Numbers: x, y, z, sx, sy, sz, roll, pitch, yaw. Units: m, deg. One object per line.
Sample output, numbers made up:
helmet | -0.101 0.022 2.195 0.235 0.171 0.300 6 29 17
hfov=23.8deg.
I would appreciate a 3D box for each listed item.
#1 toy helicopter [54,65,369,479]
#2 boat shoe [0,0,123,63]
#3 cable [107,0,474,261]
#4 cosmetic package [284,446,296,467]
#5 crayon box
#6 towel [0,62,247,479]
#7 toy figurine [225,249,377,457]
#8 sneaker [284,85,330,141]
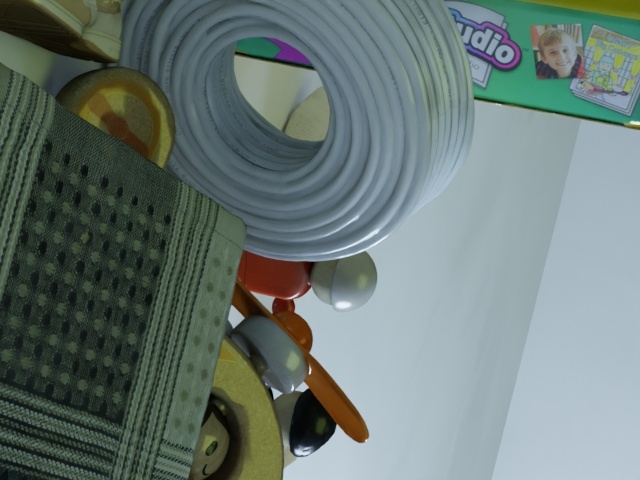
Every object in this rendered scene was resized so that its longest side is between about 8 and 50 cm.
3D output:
toy helicopter | -0.100 0.056 1.028 0.235 0.140 0.355 -14 101 -27
boat shoe | -0.161 -0.150 0.916 0.170 0.063 0.059 22 77 -82
cable | -0.023 -0.108 1.036 0.089 0.257 0.257 -46 142 -50
cosmetic package | -0.056 0.198 1.489 0.115 0.041 0.060 -21 121 -69
crayon box | 0.141 -0.235 1.288 0.313 0.363 0.106 -56 153 -50
towel | -0.159 0.087 0.819 0.312 0.056 0.324 36 64 -57
toy figurine | -0.050 0.055 1.237 0.209 0.148 0.213 68 38 -60
sneaker | -0.005 -0.056 1.449 0.212 0.080 0.094 -61 162 -19
